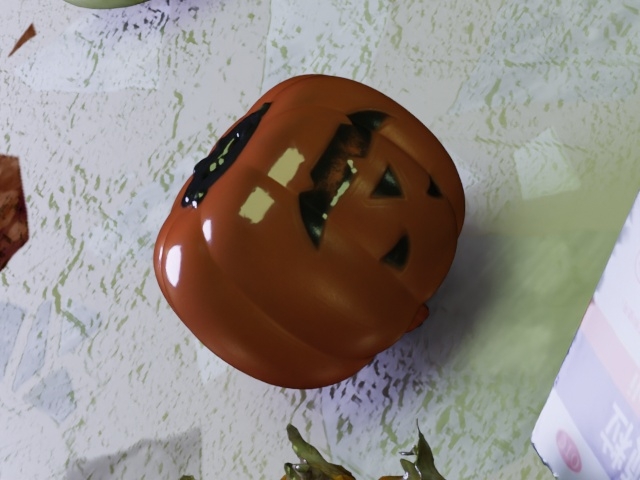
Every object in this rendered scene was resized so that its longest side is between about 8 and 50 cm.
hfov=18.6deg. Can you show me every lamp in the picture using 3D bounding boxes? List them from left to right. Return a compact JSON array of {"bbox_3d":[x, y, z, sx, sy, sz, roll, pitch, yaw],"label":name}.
[{"bbox_3d":[0.000,0.000,1.151,0.187,0.164,0.187,-46,17,19],"label":"lamp"}]

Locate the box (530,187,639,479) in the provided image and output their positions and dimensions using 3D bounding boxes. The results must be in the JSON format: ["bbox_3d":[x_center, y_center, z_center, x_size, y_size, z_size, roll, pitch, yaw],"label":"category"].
[{"bbox_3d":[0.220,0.039,0.848,0.200,0.106,0.299,61,139,49],"label":"box"}]

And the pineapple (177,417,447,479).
[{"bbox_3d":[-0.078,0.220,0.994,0.286,0.209,0.344,18,72,48],"label":"pineapple"}]

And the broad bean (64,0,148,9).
[{"bbox_3d":[-0.116,-0.305,1.534,0.291,0.119,0.238,-53,40,-7],"label":"broad bean"}]
